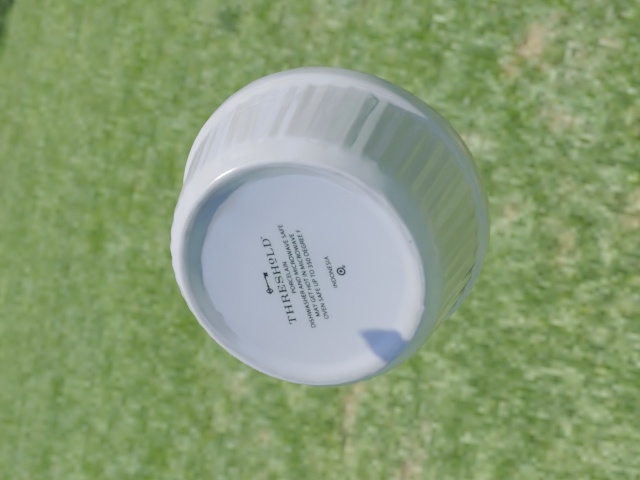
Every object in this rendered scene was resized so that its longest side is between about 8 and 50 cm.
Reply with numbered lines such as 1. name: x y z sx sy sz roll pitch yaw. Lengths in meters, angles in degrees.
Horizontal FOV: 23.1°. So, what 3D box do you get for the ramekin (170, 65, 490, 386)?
1. ramekin: 0.000 0.000 1.316 0.127 0.273 0.273 -62 -7 -58
